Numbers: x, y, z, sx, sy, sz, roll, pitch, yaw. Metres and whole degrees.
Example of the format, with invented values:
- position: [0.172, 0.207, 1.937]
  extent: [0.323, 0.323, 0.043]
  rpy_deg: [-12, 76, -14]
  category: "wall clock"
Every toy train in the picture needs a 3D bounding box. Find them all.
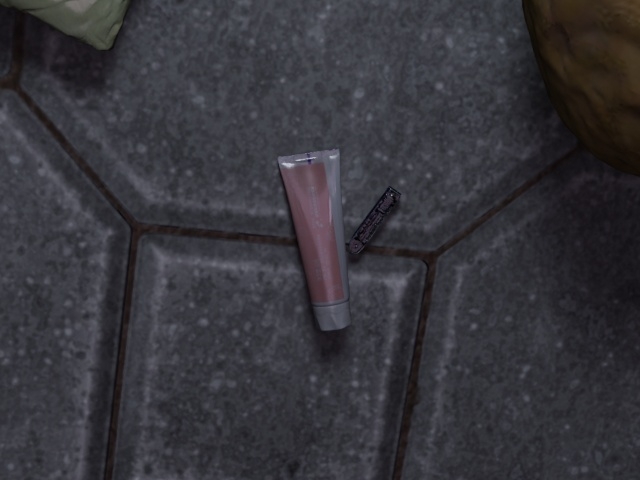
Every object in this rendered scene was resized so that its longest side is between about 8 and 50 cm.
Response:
- position: [0.057, -0.022, 1.759]
  extent: [0.017, 0.017, 0.083]
  rpy_deg: [34, 100, -14]
  category: "toy train"

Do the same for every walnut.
- position: [0.367, -0.242, 1.571]
  extent: [0.381, 0.381, 0.381]
  rpy_deg: [-2, 108, -7]
  category: "walnut"

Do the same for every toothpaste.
- position: [0.000, 0.000, 1.750]
  extent: [0.067, 0.043, 0.195]
  rpy_deg: [-8, 103, -2]
  category: "toothpaste"

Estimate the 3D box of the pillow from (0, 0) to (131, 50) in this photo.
- position: [-0.280, -0.362, 1.579]
  extent: [0.280, 0.076, 0.274]
  rpy_deg: [23, 101, -8]
  category: "pillow"
